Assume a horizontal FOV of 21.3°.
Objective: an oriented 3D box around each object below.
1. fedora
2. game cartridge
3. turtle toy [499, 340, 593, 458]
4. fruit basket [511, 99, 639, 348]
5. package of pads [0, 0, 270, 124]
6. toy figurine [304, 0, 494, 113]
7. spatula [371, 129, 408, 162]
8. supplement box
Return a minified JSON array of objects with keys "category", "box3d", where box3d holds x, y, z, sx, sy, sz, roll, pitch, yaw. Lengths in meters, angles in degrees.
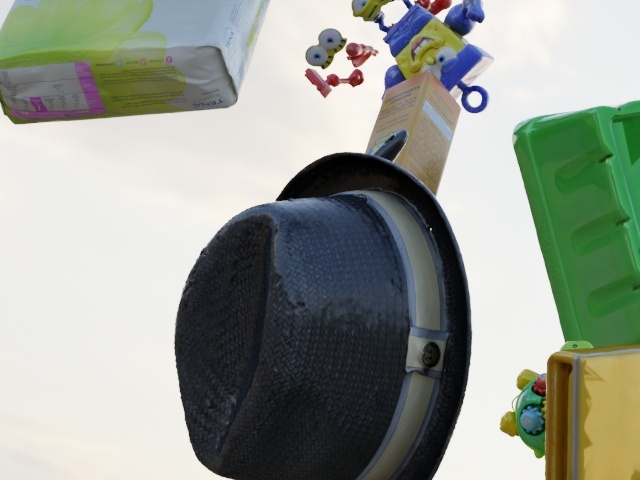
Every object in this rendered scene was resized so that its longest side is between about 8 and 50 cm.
[{"category":"fedora","box3d":[-0.026,0.086,1.408,0.152,0.334,0.334,7,-7,-40]},{"category":"game cartridge","box3d":[0.351,0.242,1.710,0.324,0.285,0.053,-1,3,-40]},{"category":"turtle toy","box3d":[0.246,0.163,1.738,0.095,0.130,0.066,23,-16,-1]},{"category":"fruit basket","box3d":[0.405,0.005,2.189,0.283,0.392,0.392,-10,-10,-17]},{"category":"package of pads","box3d":[-0.217,-0.240,1.940,0.297,0.229,0.101,-3,-47,16]},{"category":"toy figurine","box3d":[0.179,-0.266,2.279,0.217,0.362,0.191,51,16,22]},{"category":"spatula","box3d":[0.000,0.000,1.785,0.030,0.296,0.084,32,17,-12]},{"category":"supplement box","box3d":[0.107,-0.107,2.121,0.078,0.233,0.080,-23,-57,33]}]
